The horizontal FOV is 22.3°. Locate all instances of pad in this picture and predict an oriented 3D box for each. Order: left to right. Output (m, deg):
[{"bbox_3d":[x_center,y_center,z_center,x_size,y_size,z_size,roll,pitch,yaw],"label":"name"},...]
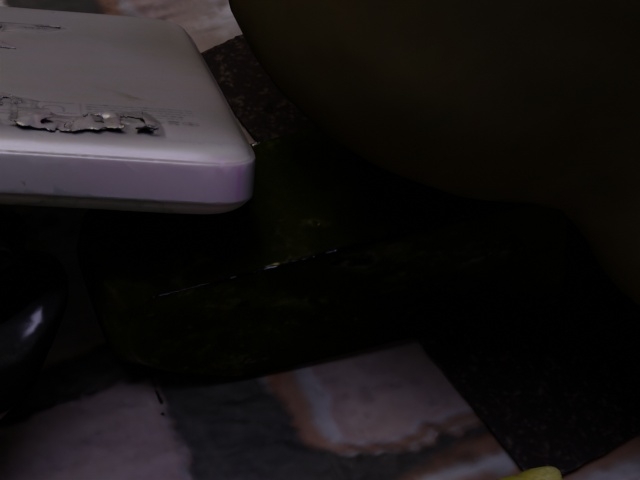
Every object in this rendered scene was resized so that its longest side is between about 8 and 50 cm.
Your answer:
[{"bbox_3d":[0.104,-0.038,0.840,0.220,0.004,0.330,-24,52,-19],"label":"pad"}]

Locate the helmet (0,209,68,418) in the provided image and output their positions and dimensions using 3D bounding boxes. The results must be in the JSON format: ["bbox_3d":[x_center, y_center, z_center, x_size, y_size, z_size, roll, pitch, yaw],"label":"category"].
[{"bbox_3d":[-0.230,0.010,0.701,0.253,0.198,0.154,30,99,33],"label":"helmet"}]

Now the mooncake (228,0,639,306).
[{"bbox_3d":[0.168,-0.183,0.713,0.467,0.262,0.467,21,39,-18],"label":"mooncake"}]

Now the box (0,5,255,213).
[{"bbox_3d":[-0.117,-0.069,0.752,0.142,0.044,0.285,2,17,-11],"label":"box"}]

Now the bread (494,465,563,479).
[{"bbox_3d":[-0.054,0.191,0.589,0.361,0.077,0.138,-13,49,-11],"label":"bread"}]

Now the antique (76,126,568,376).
[{"bbox_3d":[0.000,0.000,0.754,0.220,0.080,0.081,-14,49,-6],"label":"antique"}]
